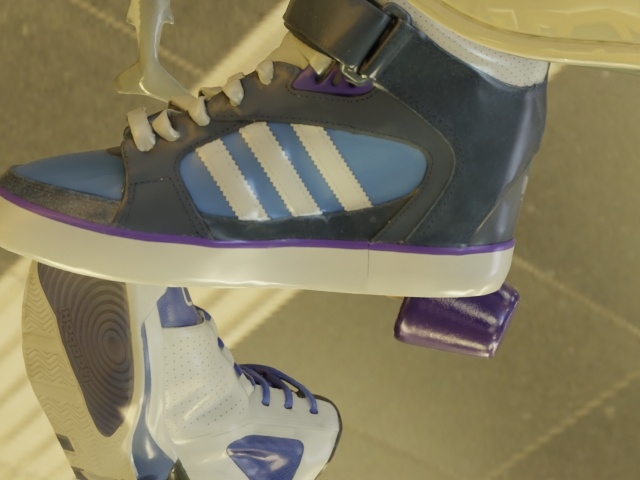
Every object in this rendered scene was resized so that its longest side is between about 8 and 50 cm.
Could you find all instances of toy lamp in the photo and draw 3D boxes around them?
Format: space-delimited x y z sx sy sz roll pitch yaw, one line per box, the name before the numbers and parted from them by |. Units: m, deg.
toy lamp | 0.000 0.000 1.122 0.275 0.080 0.080 26 134 10

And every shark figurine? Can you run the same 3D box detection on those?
shark figurine | -0.140 -0.269 1.610 0.116 0.278 0.166 -2 164 -12

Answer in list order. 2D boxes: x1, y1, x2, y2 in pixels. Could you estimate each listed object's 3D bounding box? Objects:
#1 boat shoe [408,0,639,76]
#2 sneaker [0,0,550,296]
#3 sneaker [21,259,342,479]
boat shoe | 0.151 -0.118 0.745 0.099 0.319 0.116 16 96 -55
sneaker | -0.027 -0.096 0.979 0.323 0.130 0.236 5 102 -5
sneaker | -0.088 0.114 1.189 0.127 0.182 0.315 12 122 40
